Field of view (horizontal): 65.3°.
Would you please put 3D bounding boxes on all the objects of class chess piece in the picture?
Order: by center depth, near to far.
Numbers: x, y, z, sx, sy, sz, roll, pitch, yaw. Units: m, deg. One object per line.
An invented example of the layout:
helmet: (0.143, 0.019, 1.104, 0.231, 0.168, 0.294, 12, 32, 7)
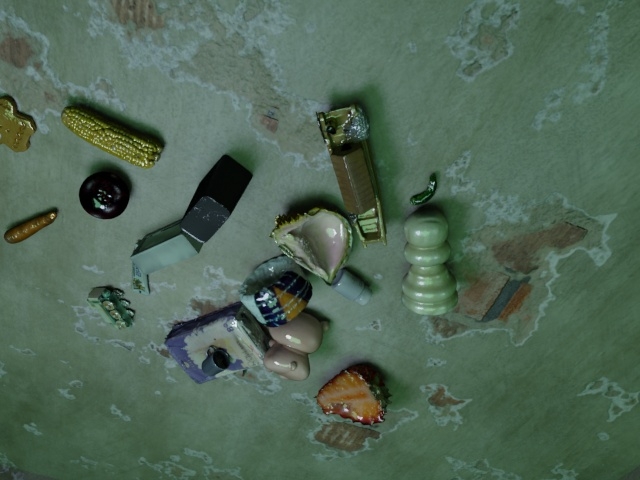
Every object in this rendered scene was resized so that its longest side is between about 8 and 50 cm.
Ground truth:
chess piece: (0.333, 0.054, 1.560, 0.183, 0.182, 0.330, -4, 119, 10)

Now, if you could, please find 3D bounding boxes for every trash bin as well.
trash bin: (-0.306, -0.119, 1.465, 0.115, 0.225, 0.165, 37, 121, -19)

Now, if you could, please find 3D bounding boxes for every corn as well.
corn: (-0.606, -0.303, 1.452, 0.292, 0.101, 0.101, 27, 124, -11)

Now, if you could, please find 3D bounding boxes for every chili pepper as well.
chili pepper: (0.317, -0.142, 1.489, 0.056, 0.035, 0.118, 17, 132, -26)

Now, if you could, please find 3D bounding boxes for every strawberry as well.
strawberry: (0.150, 0.613, 1.990, 0.253, 0.150, 0.280, 44, 123, 1)

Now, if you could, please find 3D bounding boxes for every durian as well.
durian: (0.000, -0.013, 1.558, 0.196, 0.185, 0.305, -43, 117, 10)

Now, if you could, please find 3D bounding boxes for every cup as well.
cup: (-0.388, 0.437, 1.814, 0.077, 0.078, 0.100, -36, 75, 28)

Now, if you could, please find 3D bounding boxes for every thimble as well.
thimble: (-0.152, 0.169, 1.656, 0.238, 0.237, 0.150, -22, 116, 21)

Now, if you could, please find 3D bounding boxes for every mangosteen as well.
mangosteen: (-0.674, -0.140, 1.560, 0.153, 0.152, 0.152, 3, 126, 5)

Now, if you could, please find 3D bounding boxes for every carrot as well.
carrot: (-0.983, -0.048, 1.706, 0.248, 0.059, 0.059, -22, 120, 18)

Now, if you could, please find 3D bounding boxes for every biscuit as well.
biscuit: (-0.980, -0.369, 1.488, 0.249, 0.035, 0.184, 36, 122, -17)

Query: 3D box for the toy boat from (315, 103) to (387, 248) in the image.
toy boat: (0.110, -0.170, 1.416, 0.136, 0.162, 0.445, -12, 123, 12)

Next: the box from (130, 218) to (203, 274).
box: (-0.494, 0.011, 1.641, 0.225, 0.129, 0.086, -21, 121, 20)

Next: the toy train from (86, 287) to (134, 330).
toy train: (-0.790, 0.261, 1.895, 0.125, 0.080, 0.193, -1, 129, 20)

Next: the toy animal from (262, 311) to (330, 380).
toy animal: (-0.104, 0.380, 1.800, 0.210, 0.221, 0.229, 28, 125, -17)

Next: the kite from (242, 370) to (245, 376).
kite: (-0.318, 0.455, 2.004, 0.141, 0.015, 0.245, 19, 120, -3)

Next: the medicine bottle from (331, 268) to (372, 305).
medicine bottle: (0.107, 0.161, 1.704, 0.130, 0.080, 0.080, 35, 122, -18)

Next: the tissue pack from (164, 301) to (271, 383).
tissue pack: (-0.382, 0.393, 1.898, 0.344, 0.125, 0.242, -22, 114, 19)

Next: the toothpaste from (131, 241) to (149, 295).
toothpaste: (-0.646, 0.106, 1.789, 0.067, 0.037, 0.255, 14, 130, -3)
